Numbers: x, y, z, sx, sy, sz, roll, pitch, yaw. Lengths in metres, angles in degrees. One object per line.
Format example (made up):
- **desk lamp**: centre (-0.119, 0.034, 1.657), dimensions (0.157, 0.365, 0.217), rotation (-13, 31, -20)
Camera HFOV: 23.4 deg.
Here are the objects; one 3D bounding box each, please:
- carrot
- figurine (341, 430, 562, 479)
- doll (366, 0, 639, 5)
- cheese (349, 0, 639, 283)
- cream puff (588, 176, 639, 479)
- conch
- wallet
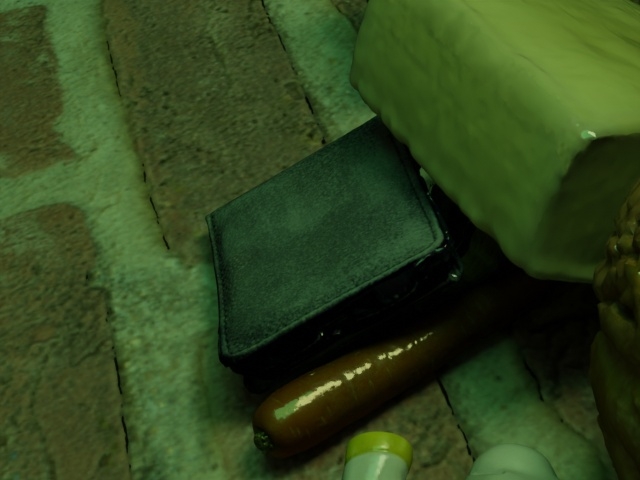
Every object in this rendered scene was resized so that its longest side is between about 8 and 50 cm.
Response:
- **carrot**: centre (0.060, 0.070, 0.979), dimensions (0.248, 0.043, 0.043), rotation (-27, 39, -24)
- **figurine**: centre (0.091, 0.155, 0.805), dimensions (0.178, 0.109, 0.129), rotation (-1, 4, -13)
- **doll**: centre (0.162, -0.236, 1.261), dimensions (0.261, 0.161, 0.177), rotation (-14, 56, -1)
- **cheese**: centre (0.179, -0.078, 1.011), dimensions (0.242, 0.124, 0.265), rotation (9, 27, -31)
- **cream puff**: centre (0.299, 0.042, 0.753), dimensions (0.327, 0.231, 0.343), rotation (23, 45, 17)
- **conch**: centre (0.092, -0.002, 1.033), dimensions (0.074, 0.089, 0.121), rotation (30, 69, 14)
- **wallet**: centre (0.001, 0.002, 1.038), dimensions (0.167, 0.036, 0.222), rotation (-31, 28, 8)
